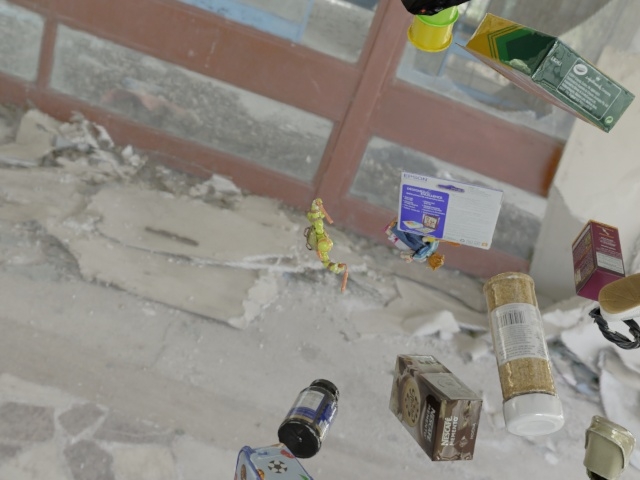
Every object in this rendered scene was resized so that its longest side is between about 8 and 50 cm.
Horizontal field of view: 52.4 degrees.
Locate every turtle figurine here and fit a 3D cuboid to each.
[{"bbox_3d":[0.000,0.000,1.788,0.087,0.270,0.217,-20,20,-2],"label":"turtle figurine"}]

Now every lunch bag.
[{"bbox_3d":[-0.080,0.540,1.184,0.114,0.243,0.303,6,19,-27],"label":"lunch bag"}]

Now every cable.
[{"bbox_3d":[0.830,0.233,1.793,0.184,0.047,0.151,-5,43,-41],"label":"cable"}]

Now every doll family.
[{"bbox_3d":[0.261,-0.015,1.606,0.163,0.263,0.118,44,38,0],"label":"doll family"}]

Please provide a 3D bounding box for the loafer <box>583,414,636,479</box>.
[{"bbox_3d":[0.663,0.499,1.507,0.101,0.269,0.092,20,61,40],"label":"loafer"}]

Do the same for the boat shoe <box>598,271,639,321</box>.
[{"bbox_3d":[0.748,0.107,1.431,0.276,0.096,0.098,-19,53,8],"label":"boat shoe"}]

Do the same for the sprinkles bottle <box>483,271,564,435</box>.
[{"bbox_3d":[0.447,0.245,1.449,0.121,0.121,0.356,14,51,-16],"label":"sprinkles bottle"}]

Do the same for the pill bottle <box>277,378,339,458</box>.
[{"bbox_3d":[-0.023,0.474,1.762,0.122,0.123,0.219,24,28,9],"label":"pill bottle"}]

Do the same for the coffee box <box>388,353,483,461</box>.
[{"bbox_3d":[0.295,0.433,1.719,0.118,0.168,0.297,5,10,-16],"label":"coffee box"}]

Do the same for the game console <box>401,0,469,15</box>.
[{"bbox_3d":[0.262,-0.464,0.904,0.361,0.213,0.043,-8,-13,42],"label":"game console"}]

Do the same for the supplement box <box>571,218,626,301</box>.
[{"bbox_3d":[0.704,0.051,1.653,0.080,0.104,0.188,17,45,1],"label":"supplement box"}]

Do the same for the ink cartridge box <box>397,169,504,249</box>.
[{"bbox_3d":[0.266,-0.073,1.345,0.206,0.208,0.045,13,59,13],"label":"ink cartridge box"}]

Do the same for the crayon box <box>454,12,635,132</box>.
[{"bbox_3d":[0.412,-0.330,1.235,0.203,0.083,0.323,25,18,-24],"label":"crayon box"}]

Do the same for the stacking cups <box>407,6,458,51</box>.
[{"bbox_3d":[0.232,-0.497,1.209,0.095,0.316,0.096,1,61,-2],"label":"stacking cups"}]
